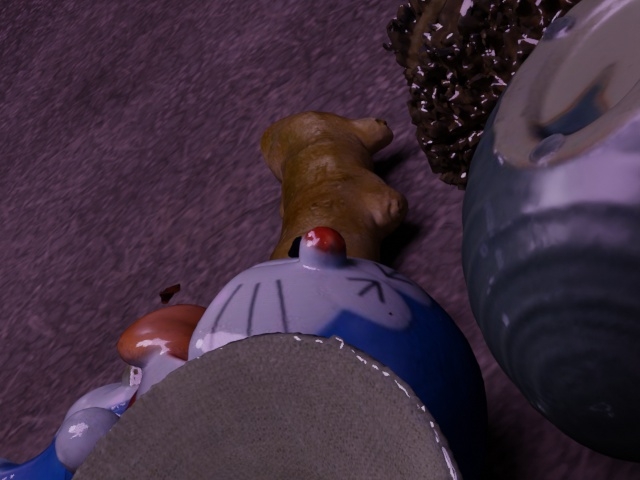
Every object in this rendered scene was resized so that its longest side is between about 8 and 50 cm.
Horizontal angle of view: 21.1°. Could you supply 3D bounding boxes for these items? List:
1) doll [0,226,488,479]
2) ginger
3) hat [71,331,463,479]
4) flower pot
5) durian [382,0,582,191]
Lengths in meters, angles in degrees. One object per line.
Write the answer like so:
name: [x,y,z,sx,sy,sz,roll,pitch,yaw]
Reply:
doll: [-0.045,0.095,0.806,0.256,0.161,0.215,-21,-9,25]
ginger: [-0.001,-0.003,1.022,0.118,0.065,0.299,-21,30,9]
hat: [0.002,0.173,0.637,0.257,0.130,0.257,-27,50,38]
flower pot: [0.157,-0.022,0.723,0.189,0.157,0.243,-16,33,44]
durian: [0.135,-0.101,0.915,0.196,0.167,0.196,-11,48,12]
